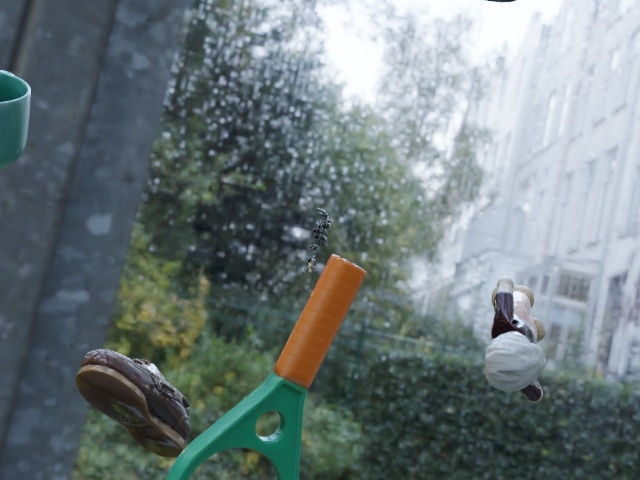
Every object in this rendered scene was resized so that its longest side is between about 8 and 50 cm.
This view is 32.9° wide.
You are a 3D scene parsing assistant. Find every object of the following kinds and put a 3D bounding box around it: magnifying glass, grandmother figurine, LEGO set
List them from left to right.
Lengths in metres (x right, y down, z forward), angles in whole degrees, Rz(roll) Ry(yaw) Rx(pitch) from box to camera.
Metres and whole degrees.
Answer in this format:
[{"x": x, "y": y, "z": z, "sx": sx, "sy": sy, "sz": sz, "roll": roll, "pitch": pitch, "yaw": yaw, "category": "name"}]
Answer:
[{"x": -0.032, "y": 0.118, "z": 0.748, "sx": 0.092, "sy": 0.231, "sz": 0.026, "roll": 29, "pitch": -3, "yaw": -25, "category": "magnifying glass"}, {"x": 0.000, "y": -0.001, "z": 1.282, "sx": 0.023, "sy": 0.054, "sz": 0.083, "roll": 13, "pitch": -41, "yaw": 3, "category": "LEGO set"}, {"x": 0.312, "y": 0.167, "z": 1.742, "sx": 0.104, "sy": 0.208, "sz": 0.342, "roll": -27, "pitch": 0, "yaw": 15, "category": "grandmother figurine"}]

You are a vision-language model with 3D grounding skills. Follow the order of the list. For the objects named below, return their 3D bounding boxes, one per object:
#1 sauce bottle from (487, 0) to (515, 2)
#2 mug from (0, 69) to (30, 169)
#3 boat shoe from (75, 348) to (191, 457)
[{"x": 0.095, "y": -0.224, "z": 0.766, "sx": 0.344, "sy": 0.111, "sz": 0.111, "roll": 23, "pitch": 1, "yaw": 43, "category": "sauce bottle"}, {"x": -0.387, "y": -0.133, "z": 1.230, "sx": 0.129, "sy": 0.097, "sz": 0.157, "roll": 28, "pitch": 29, "yaw": 33, "category": "mug"}, {"x": -0.210, "y": 0.173, "z": 1.237, "sx": 0.073, "sy": 0.073, "sz": 0.207, "roll": -3, "pitch": -35, "yaw": 19, "category": "boat shoe"}]
